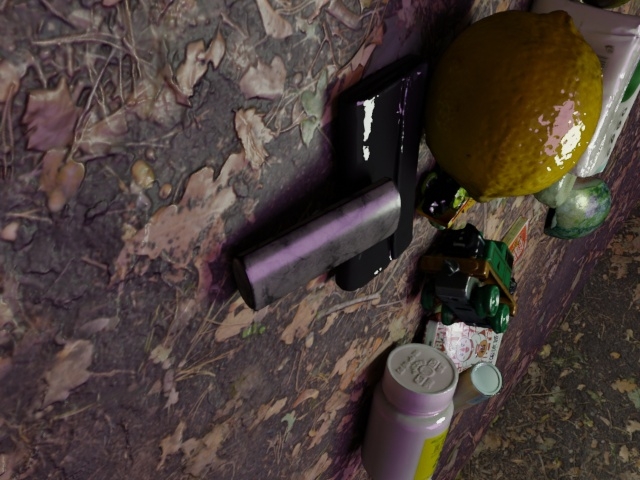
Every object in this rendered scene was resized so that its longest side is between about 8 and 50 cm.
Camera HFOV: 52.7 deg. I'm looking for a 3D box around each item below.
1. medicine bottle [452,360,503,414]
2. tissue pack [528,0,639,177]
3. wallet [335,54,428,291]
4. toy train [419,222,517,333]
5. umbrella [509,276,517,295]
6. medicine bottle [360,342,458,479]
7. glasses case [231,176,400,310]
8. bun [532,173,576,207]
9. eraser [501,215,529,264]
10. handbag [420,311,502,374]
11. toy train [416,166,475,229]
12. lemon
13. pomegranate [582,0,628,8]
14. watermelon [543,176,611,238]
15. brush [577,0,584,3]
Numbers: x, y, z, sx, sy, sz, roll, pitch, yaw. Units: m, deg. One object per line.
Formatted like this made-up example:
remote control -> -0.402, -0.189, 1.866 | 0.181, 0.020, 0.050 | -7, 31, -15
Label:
medicine bottle -> 0.363, 0.444, 1.814 | 0.108, 0.108, 0.426 | -40, 172, -32
tissue pack -> 0.571, -0.356, 1.475 | 0.194, 0.266, 0.356 | -18, 130, -50
wallet -> 0.111, -0.111, 1.179 | 0.228, 0.062, 0.405 | -36, 141, -35
toy train -> 0.400, 0.093, 1.680 | 0.429, 0.178, 0.249 | 40, 61, -54
umbrella -> 0.608, 0.208, 2.215 | 0.080, 0.071, 0.224 | -51, 159, -34
medicine bottle -> 0.233, 0.472, 1.717 | 0.214, 0.214, 0.378 | -30, 138, -42
glasses case -> 0.000, 0.000, 1.043 | 0.299, 0.060, 0.114 | -29, 137, -23
bun -> 0.704, -0.196, 1.966 | 0.195, 0.118, 0.195 | -44, 147, -39
eraser -> 0.605, 0.050, 2.102 | 0.230, 0.038, 0.157 | -49, 149, -21
handbag -> 0.387, 0.289, 1.881 | 0.298, 0.151, 0.171 | 5, 101, -41
toy train -> 0.324, -0.145, 1.443 | 0.296, 0.101, 0.160 | -49, 150, -19
lemon -> 0.344, -0.246, 1.182 | 0.336, 0.336, 0.336 | -37, 143, -35
pomegranate -> 0.640, -0.608, 1.449 | 0.241, 0.190, 0.159 | -18, 144, -52
watermelon -> 0.943, -0.099, 2.408 | 0.224, 0.180, 0.305 | -5, 137, -3
brush -> 0.682, -0.597, 1.665 | 0.054, 0.048, 0.282 | -43, 148, -31
